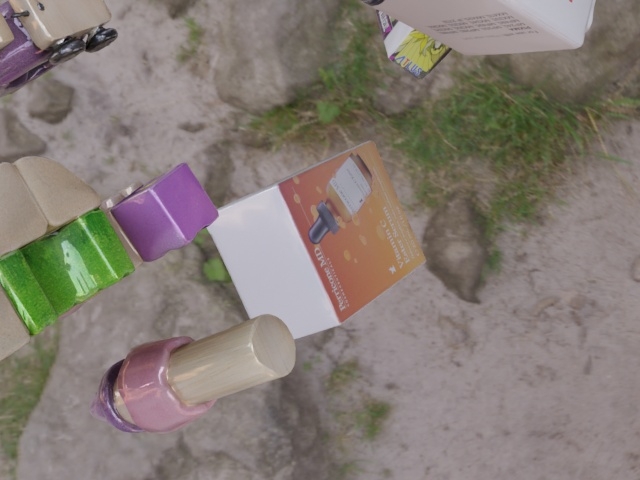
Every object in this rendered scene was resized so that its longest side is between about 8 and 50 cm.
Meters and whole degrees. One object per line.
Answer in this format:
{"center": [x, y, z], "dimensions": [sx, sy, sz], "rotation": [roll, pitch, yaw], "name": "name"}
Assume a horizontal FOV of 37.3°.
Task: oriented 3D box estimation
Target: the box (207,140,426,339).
{"center": [0.000, 0.000, 0.853], "dimensions": [0.091, 0.170, 0.130], "rotation": [-21, 96, 36], "name": "box"}

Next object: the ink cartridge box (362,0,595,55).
{"center": [0.054, -0.221, 0.510], "dimensions": [0.100, 0.237, 0.172], "rotation": [7, 82, 52], "name": "ink cartridge box"}

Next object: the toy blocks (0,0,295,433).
{"center": [-0.231, 0.043, 0.571], "dimensions": [0.260, 0.288, 0.309], "rotation": [-23, 100, 37], "name": "toy blocks"}

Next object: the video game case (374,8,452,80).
{"center": [0.122, -0.266, 0.788], "dimensions": [0.210, 0.041, 0.232], "rotation": [-47, 25, 26], "name": "video game case"}
